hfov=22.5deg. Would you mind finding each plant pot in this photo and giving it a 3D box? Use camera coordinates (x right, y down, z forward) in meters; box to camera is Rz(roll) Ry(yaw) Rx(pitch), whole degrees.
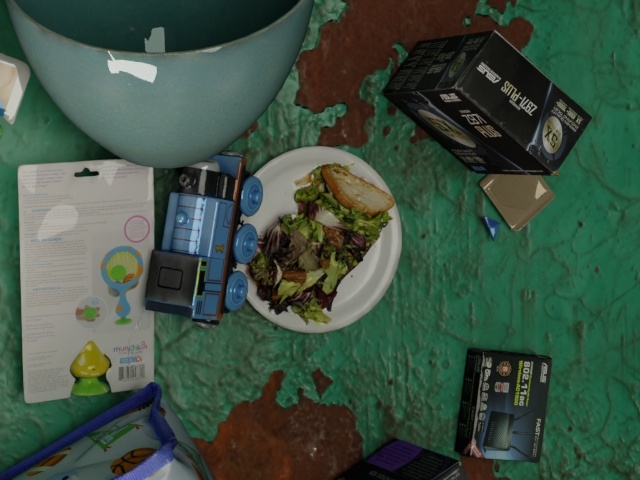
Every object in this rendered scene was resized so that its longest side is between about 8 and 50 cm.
[{"bbox_3d":[-0.150,-0.185,1.534,0.290,0.290,0.195,-18,136,-21],"label":"plant pot"}]

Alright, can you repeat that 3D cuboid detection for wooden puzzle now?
[{"bbox_3d":[0.222,-0.058,1.811,0.116,0.014,0.078,-35,101,-17],"label":"wooden puzzle"}]

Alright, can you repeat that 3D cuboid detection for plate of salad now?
[{"bbox_3d":[0.000,0.000,1.703,0.199,0.048,0.200,-2,94,-23],"label":"plate of salad"}]

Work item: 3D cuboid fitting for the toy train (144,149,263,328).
[{"bbox_3d":[-0.115,-0.003,1.619,0.105,0.080,0.184,9,90,-61],"label":"toy train"}]

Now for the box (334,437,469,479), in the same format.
[{"bbox_3d":[0.117,0.369,1.710,0.143,0.165,0.270,-33,104,-18],"label":"box"}]

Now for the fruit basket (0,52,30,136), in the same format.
[{"bbox_3d":[-0.478,-0.072,1.440,0.353,0.165,0.327,22,85,-19],"label":"fruit basket"}]

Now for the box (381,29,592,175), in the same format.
[{"bbox_3d":[0.172,-0.142,1.693,0.147,0.180,0.077,39,79,-20],"label":"box"}]

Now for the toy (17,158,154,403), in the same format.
[{"bbox_3d":[-0.237,0.036,1.603,0.137,0.056,0.237,-5,100,-26],"label":"toy"}]

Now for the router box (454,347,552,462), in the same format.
[{"bbox_3d":[0.206,0.185,1.804,0.092,0.038,0.122,7,91,-23],"label":"router box"}]

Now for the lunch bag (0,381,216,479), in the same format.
[{"bbox_3d":[-0.238,0.385,1.536,0.385,0.239,0.328,-28,105,-2],"label":"lunch bag"}]
